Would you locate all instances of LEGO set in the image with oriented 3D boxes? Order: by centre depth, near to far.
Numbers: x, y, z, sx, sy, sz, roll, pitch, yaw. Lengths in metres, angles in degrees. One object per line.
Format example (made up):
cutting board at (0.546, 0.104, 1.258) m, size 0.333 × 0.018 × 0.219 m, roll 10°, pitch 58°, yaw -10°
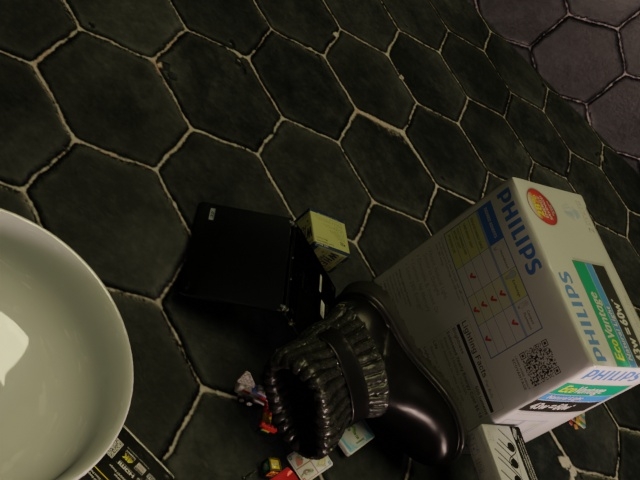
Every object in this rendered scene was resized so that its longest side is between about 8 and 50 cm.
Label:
LEGO set at (-0.025, 0.261, 1.426) m, size 0.244 × 0.060 × 0.182 m, roll -20°, pitch 71°, yaw -52°

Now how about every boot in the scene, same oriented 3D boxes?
boot at (0.069, 0.257, 1.412) m, size 0.348 × 0.131 × 0.260 m, roll 56°, pitch 38°, yaw -9°

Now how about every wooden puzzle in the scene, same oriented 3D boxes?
wooden puzzle at (0.535, 0.362, 1.972) m, size 0.049 × 0.006 × 0.083 m, roll 35°, pitch 39°, yaw -20°

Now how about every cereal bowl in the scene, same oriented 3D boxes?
cereal bowl at (-0.372, 0.132, 0.968) m, size 0.339 × 0.141 × 0.339 m, roll 27°, pitch 42°, yaw -28°

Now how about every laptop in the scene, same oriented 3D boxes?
laptop at (-0.090, 0.081, 1.525) m, size 0.234 × 0.136 × 0.264 m, roll -86°, pitch 152°, yaw -51°

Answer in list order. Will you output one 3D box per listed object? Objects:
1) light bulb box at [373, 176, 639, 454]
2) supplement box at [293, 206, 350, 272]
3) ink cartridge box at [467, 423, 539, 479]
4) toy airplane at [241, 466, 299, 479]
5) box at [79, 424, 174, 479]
light bulb box at (0.330, 0.142, 1.645) m, size 0.225 × 0.361 × 0.358 m, roll 8°, pitch 54°, yaw -42°
supplement box at (0.000, 0.000, 1.675) m, size 0.083 × 0.056 × 0.083 m, roll 20°, pitch 46°, yaw -35°
ink cartridge box at (0.304, 0.394, 1.485) m, size 0.097 × 0.046 × 0.207 m, roll 13°, pitch 48°, yaw -38°
toy airplane at (-0.065, 0.383, 1.283) m, size 0.151 × 0.028 × 0.151 m, roll 15°, pitch 64°, yaw -33°
box at (-0.353, 0.254, 1.066) m, size 0.322 × 0.079 × 0.257 m, roll 47°, pitch 38°, yaw -6°
